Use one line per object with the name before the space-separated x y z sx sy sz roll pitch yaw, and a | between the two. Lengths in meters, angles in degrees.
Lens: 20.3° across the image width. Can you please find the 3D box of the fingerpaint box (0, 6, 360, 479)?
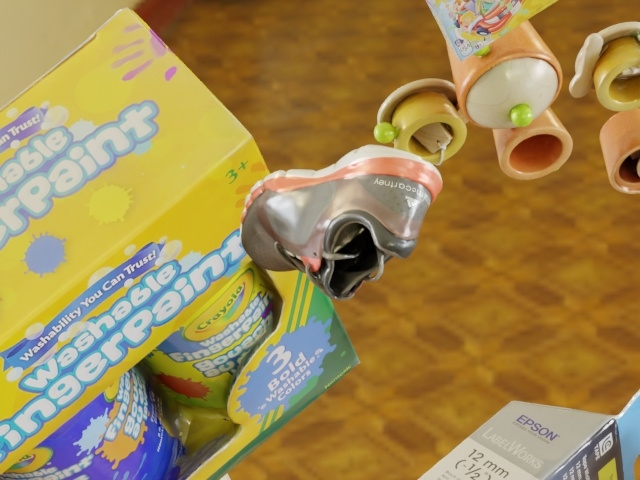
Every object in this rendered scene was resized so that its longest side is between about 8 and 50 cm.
fingerpaint box | -0.214 0.108 1.305 0.445 0.371 0.163 -39 60 -9

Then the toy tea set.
toy tea set | 0.228 -0.107 1.663 0.336 0.200 0.124 5 46 -25

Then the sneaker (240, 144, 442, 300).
sneaker | 0.000 0.000 0.917 0.061 0.065 0.158 22 -24 -23

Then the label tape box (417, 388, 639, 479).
label tape box | 0.207 0.307 1.842 0.348 0.249 0.115 -37 44 -28

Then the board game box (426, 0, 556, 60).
board game box | 0.158 -0.226 1.461 0.154 0.103 0.026 -33 48 2

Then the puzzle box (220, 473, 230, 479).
puzzle box | -0.282 0.214 1.703 0.409 0.272 0.052 -3 39 28
